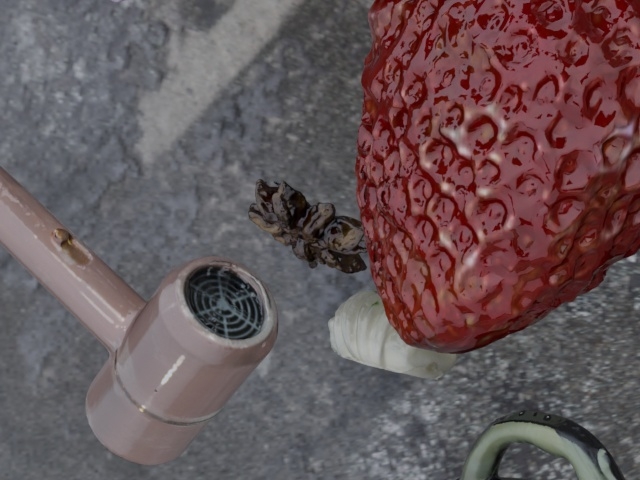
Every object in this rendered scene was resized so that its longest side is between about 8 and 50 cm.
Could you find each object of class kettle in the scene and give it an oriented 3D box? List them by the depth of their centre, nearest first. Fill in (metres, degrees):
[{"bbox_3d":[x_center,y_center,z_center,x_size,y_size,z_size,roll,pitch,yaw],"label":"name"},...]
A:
[{"bbox_3d":[0.266,0.357,1.293,0.324,0.228,0.321,-13,81,61],"label":"kettle"}]

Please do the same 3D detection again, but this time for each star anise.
[{"bbox_3d":[0.002,-0.001,1.410,0.177,0.234,0.073,15,75,36],"label":"star anise"}]

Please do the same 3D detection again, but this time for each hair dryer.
[{"bbox_3d":[-0.205,0.020,0.938,0.344,0.107,0.189,42,131,3],"label":"hair dryer"}]

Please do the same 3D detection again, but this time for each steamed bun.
[{"bbox_3d":[0.098,0.119,1.505,0.183,0.183,0.106,15,88,33],"label":"steamed bun"}]

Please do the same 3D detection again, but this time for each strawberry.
[{"bbox_3d":[0.165,-0.088,0.865,0.292,0.292,0.310,12,114,33],"label":"strawberry"}]
